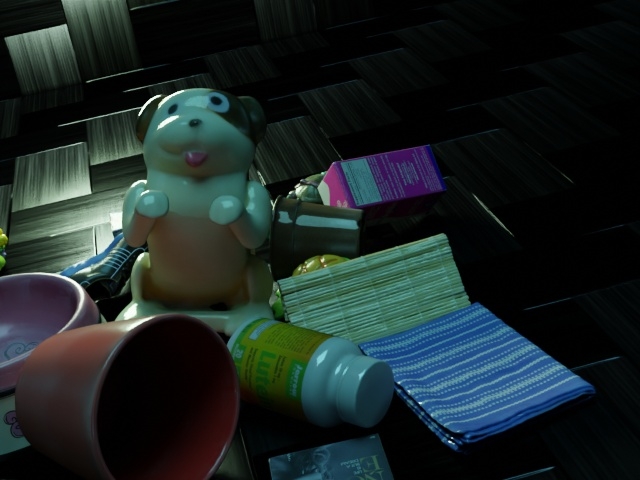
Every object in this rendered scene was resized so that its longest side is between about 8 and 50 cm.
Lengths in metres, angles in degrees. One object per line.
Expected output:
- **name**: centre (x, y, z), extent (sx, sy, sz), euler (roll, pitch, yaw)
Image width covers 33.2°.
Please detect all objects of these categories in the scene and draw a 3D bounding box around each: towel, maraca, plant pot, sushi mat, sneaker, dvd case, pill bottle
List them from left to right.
- **sneaker**: centre (-0.402, 0.057, 2.121), extent (0.232, 0.081, 0.090), euler (-35, 56, -22)
- **plant pot**: centre (-0.295, 0.235, 1.560), extent (0.243, 0.275, 0.275), euler (-1, 26, 41)
- **pill bottle**: centre (-0.017, 0.204, 1.625), extent (0.245, 0.136, 0.136), euler (11, 33, 37)
- **maraca**: centre (-0.016, 0.086, 1.915), extent (0.185, 0.099, 0.127), euler (-21, 30, 35)
- **plant pot**: centre (0.000, 0.000, 2.020), extent (0.165, 0.167, 0.167), euler (3, 28, 10)
- **dvd case**: centre (0.022, 0.347, 1.458), extent (0.164, 0.018, 0.221), euler (-12, 26, -4)
- **sushi mat**: centre (0.092, 0.096, 1.833), extent (0.316, 0.152, 0.019), euler (-16, -16, -12)
- **towel**: centre (0.232, 0.198, 1.660), extent (0.243, 0.040, 0.336), euler (-19, 27, -18)

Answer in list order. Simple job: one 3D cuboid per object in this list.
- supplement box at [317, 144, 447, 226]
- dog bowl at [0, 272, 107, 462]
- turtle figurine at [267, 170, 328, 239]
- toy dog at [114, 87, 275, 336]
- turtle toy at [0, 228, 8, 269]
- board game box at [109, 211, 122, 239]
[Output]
- **supplement box**: centre (0.123, -0.104, 2.146), extent (0.220, 0.111, 0.114), euler (-11, 69, -22)
- **dog bowl**: centre (-0.543, 0.198, 1.816), extent (0.407, 0.150, 0.408), euler (-8, 26, 4)
- **turtle figurine**: centre (-0.016, -0.075, 2.226), extent (0.175, 0.118, 0.234), euler (8, 37, 33)
- **toy dog**: centre (-0.197, -0.066, 1.900), extent (0.284, 0.408, 0.395), euler (4, 18, 11)
- **turtle toy**: centre (-0.719, 0.027, 2.319), extent (0.095, 0.066, 0.130), euler (-21, 29, -22)
- **board game box**: centre (-0.343, -0.020, 2.285), extent (0.194, 0.060, 0.194), euler (-15, 26, -9)
